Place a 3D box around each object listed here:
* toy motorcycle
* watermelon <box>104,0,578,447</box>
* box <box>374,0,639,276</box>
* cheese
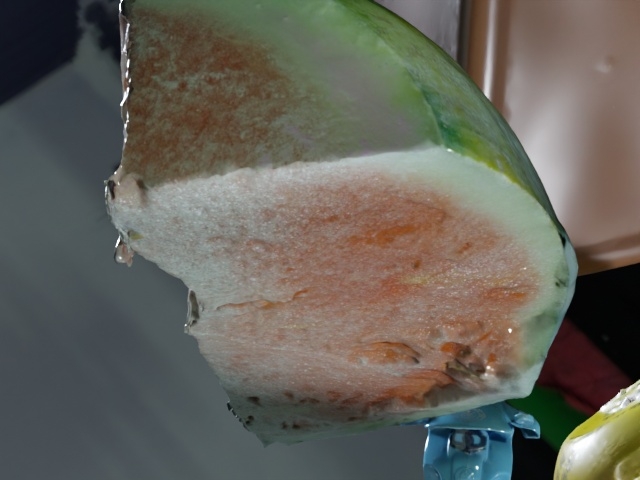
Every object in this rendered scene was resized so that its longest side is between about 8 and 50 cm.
[{"bbox_3d":[0.128,0.243,1.015,0.123,0.272,0.182,3,-29,10],"label":"toy motorcycle"},{"bbox_3d":[0.000,0.000,0.554,0.224,0.180,0.305,43,-16,28],"label":"watermelon"},{"bbox_3d":[0.144,-0.157,0.857,0.229,0.239,0.339,-141,-134,-57],"label":"box"},{"bbox_3d":[0.236,0.137,0.822,0.069,0.177,0.270,53,15,7],"label":"cheese"}]
